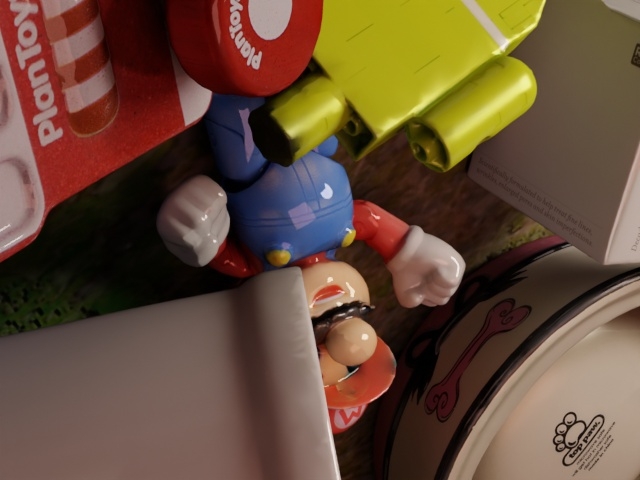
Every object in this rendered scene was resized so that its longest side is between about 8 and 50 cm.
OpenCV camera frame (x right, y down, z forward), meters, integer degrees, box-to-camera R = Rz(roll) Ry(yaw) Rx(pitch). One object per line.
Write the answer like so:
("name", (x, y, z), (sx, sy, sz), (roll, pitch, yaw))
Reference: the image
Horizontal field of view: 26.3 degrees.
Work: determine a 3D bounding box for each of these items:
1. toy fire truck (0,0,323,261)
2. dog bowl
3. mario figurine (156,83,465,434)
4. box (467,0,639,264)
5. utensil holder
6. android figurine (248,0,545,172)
("toy fire truck", (-0.144, -0.160, 0.691), (0.254, 0.169, 0.302), (-39, 130, -43))
("dog bowl", (0.224, 0.174, 1.236), (0.408, 0.150, 0.408), (-15, 123, -25))
("mario figurine", (0.000, 0.000, 0.972), (0.198, 0.170, 0.320), (-5, 114, 7))
("box", (0.229, -0.099, 1.066), (0.119, 0.181, 0.182), (-2, 116, -32))
("utensil holder", (-0.168, 0.211, 0.812), (0.385, 0.327, 0.327), (-11, 123, -2))
("android figurine", (0.040, -0.166, 0.902), (0.273, 0.056, 0.248), (-35, 85, -25))
